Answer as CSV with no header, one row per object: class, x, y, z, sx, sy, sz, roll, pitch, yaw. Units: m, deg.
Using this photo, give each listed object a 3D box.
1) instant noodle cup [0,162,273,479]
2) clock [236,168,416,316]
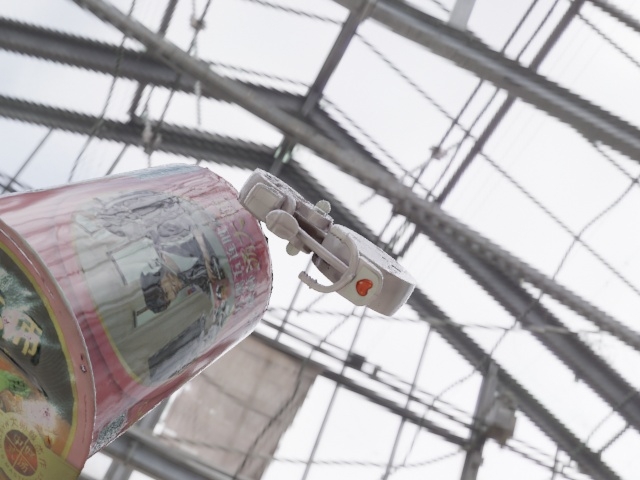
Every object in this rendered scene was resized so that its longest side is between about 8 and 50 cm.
instant noodle cup,-0.171,0.047,0.892,0.243,0.255,0.244,13,-67,33
clock,0.000,0.000,0.725,0.129,0.087,0.041,37,-80,11
